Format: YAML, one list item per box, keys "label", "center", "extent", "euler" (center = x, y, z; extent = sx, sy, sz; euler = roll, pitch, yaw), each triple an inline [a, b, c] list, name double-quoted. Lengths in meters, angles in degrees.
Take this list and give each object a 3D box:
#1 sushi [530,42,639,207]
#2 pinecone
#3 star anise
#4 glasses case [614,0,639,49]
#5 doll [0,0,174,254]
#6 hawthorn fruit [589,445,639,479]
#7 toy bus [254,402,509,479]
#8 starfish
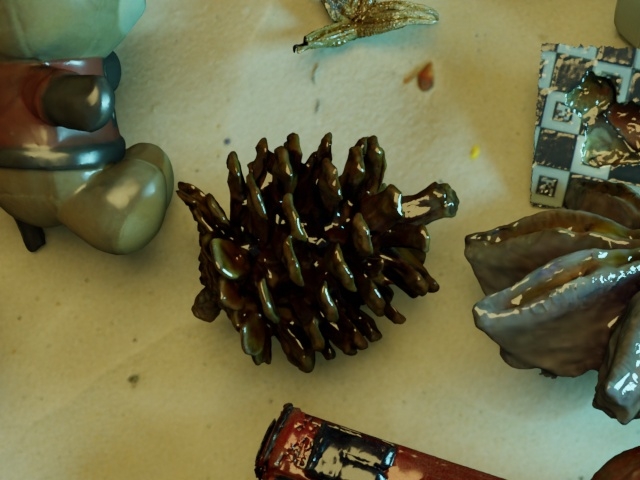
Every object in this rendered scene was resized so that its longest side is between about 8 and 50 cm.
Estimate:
- label: "sushi"
  center: [0.278, -0.091, 1.292]
  extent: [0.201, 0.031, 0.139]
  euler: [4, 95, 3]
- label: "pinecone"
  center: [0.000, 0.000, 1.205]
  extent: [0.212, 0.168, 0.185]
  euler: [-21, 80, -19]
- label: "star anise"
  center: [0.260, 0.048, 1.154]
  extent: [0.332, 0.117, 0.331]
  euler: [4, 25, -2]
- label: "glasses case"
  center: [0.387, -0.277, 1.306]
  extent: [0.313, 0.131, 0.070]
  euler: [-38, 71, -11]
- label: "doll"
  center: [-0.217, -0.149, 1.224]
  extent: [0.174, 0.235, 0.329]
  euler: [-7, 100, 5]
- label: "hawthorn fruit"
  center: [0.300, 0.212, 1.096]
  extent: [0.235, 0.181, 0.181]
  euler: [-23, 69, -4]
- label: "toy bus"
  center: [0.065, 0.188, 1.168]
  extent: [0.235, 0.096, 0.073]
  euler: [18, 69, 9]
- label: "starfish"
  center: [0.021, -0.195, 1.344]
  extent: [0.130, 0.041, 0.133]
  euler: [-41, 70, -19]
